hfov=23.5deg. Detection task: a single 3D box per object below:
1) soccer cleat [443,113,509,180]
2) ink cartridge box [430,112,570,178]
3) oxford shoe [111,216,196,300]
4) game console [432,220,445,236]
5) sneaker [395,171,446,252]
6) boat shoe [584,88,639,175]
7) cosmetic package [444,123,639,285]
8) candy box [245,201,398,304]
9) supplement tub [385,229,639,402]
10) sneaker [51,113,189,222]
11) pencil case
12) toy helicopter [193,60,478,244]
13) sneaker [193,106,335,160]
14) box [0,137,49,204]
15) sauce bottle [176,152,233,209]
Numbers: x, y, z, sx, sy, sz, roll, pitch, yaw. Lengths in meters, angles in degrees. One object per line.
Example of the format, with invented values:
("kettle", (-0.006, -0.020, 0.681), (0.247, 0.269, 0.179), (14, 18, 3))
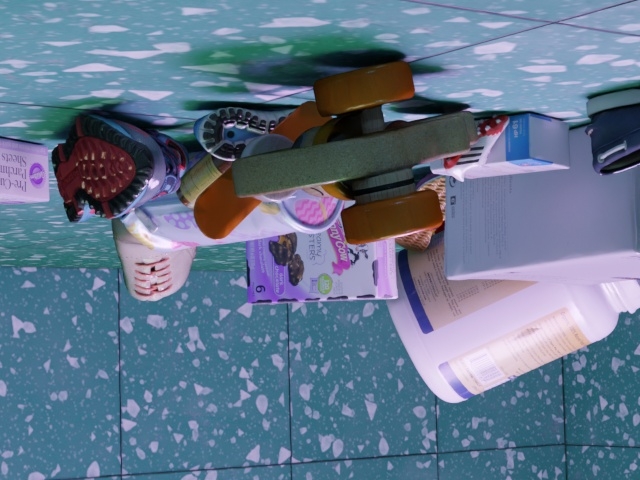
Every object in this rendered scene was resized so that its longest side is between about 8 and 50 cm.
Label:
("soccer cleat", (0.162, -0.094, 1.556), (0.083, 0.035, 0.029), (-41, -154, 6))
("ink cartridge box", (0.187, -0.098, 1.610), (0.122, 0.052, 0.088), (-6, 173, 36))
("oxford shoe", (-0.232, 0.013, 2.244), (0.140, 0.147, 0.397), (-1, 175, 0))
("game console", (0.224, 0.002, 2.275), (0.085, 0.144, 0.124), (0, 175, -18))
("sneaker", (0.150, -0.062, 2.027), (0.069, 0.084, 0.185), (28, 144, -9))
("boat shoe", (0.345, -0.106, 1.395), (0.095, 0.079, 0.254), (3, 174, -44))
("cosmetic package", (0.327, -0.037, 1.766), (0.217, 0.156, 0.385), (3, 175, -24))
("candy box", (0.000, 0.000, 2.049), (0.196, 0.165, 0.070), (-4, 176, 27))
("supplement tub", (0.268, 0.063, 2.105), (0.316, 0.228, 0.228), (-26, 169, 13))
("sneaker", (-0.190, -0.085, 1.553), (0.125, 0.104, 0.262), (-18, -174, -21))
("pencil case", (-0.101, -0.053, 1.698), (0.273, 0.114, 0.124), (-6, 169, 42))
("toy helicopter", (0.036, -0.077, 1.402), (0.235, 0.140, 0.355), (-11, -176, 29))
("sneaker", (-0.050, -0.105, 1.502), (0.162, 0.063, 0.073), (8, -174, -26))
("box", (-0.401, -0.081, 1.558), (0.063, 0.067, 0.324), (-4, 174, 29))
("sauce bottle", (-0.098, -0.079, 1.581), (0.128, 0.042, 0.042), (-37, 154, 33))
